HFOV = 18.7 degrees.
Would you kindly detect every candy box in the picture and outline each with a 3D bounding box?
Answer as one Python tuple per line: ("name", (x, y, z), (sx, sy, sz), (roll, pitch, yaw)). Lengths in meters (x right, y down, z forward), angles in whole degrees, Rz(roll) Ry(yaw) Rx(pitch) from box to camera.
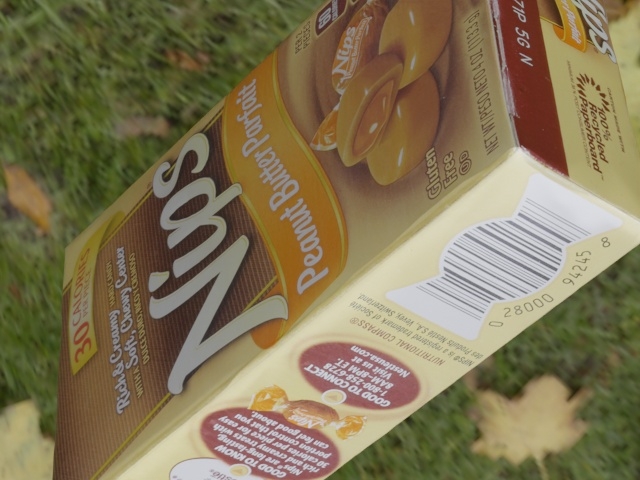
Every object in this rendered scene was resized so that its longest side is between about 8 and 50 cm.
("candy box", (0.000, 0.000, 0.898), (0.087, 0.183, 0.316), (29, 128, -30))
